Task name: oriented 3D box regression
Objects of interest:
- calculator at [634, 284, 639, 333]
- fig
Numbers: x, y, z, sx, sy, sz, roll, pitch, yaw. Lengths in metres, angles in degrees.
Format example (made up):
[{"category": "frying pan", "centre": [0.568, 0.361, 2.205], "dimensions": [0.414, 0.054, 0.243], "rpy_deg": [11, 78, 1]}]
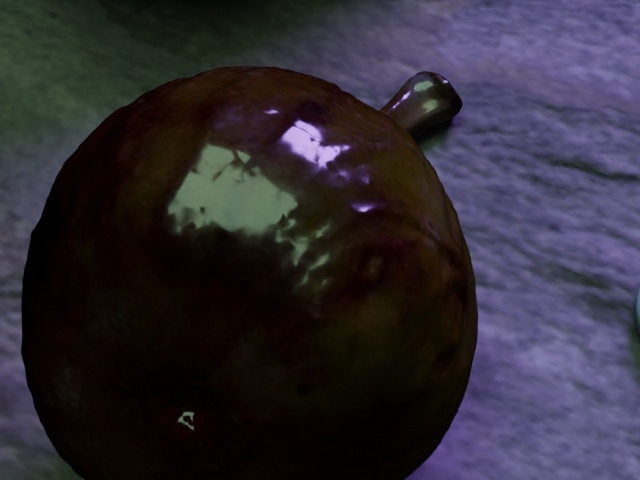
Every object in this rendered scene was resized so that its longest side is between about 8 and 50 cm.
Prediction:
[{"category": "calculator", "centre": [0.223, 0.050, 0.869], "dimensions": [0.153, 0.021, 0.095], "rpy_deg": [33, 66, 33]}, {"category": "fig", "centre": [0.000, 0.000, 0.879], "dimensions": [0.217, 0.217, 0.321], "rpy_deg": [14, 29, 20]}]
